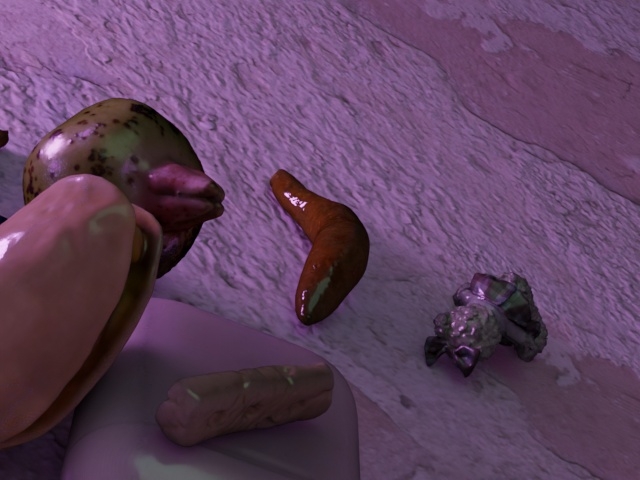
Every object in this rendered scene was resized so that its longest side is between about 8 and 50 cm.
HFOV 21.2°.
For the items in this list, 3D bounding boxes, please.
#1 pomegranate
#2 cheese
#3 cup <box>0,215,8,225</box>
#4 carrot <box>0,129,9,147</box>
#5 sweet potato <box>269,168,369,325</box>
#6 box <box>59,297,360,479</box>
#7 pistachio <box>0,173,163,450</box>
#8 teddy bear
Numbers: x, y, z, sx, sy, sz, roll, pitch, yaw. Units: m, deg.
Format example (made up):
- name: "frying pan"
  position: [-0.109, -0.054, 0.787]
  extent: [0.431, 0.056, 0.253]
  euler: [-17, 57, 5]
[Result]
- name: "pomegranate"
  position: [-0.196, -0.050, 1.871]
  extent: [0.248, 0.214, 0.214]
  euler: [1, 9, 38]
- name: "cheese"
  position: [-0.064, 0.144, 1.548]
  extent: [0.194, 0.065, 0.043]
  euler: [-5, 35, -44]
- name: "cup"
  position: [-0.337, 0.063, 1.723]
  extent: [0.113, 0.150, 0.138]
  euler: [-16, 37, -6]
- name: "carrot"
  position: [-0.429, -0.109, 1.976]
  extent: [0.057, 0.057, 0.224]
  euler: [40, 25, 21]
- name: "sweet potato"
  position: [0.006, -0.001, 2.146]
  extent: [0.108, 0.079, 0.346]
  euler: [6, 29, -13]
- name: "box"
  position: [-0.098, 0.203, 1.641]
  extent: [0.288, 0.141, 0.349]
  euler: [22, 28, -13]
- name: "pistachio"
  position: [-0.273, 0.070, 1.558]
  extent: [0.187, 0.299, 0.187]
  euler: [41, -1, 1]
- name: "teddy bear"
  position: [0.218, 0.095, 2.137]
  extent: [0.133, 0.111, 0.213]
  euler: [35, 27, 21]
